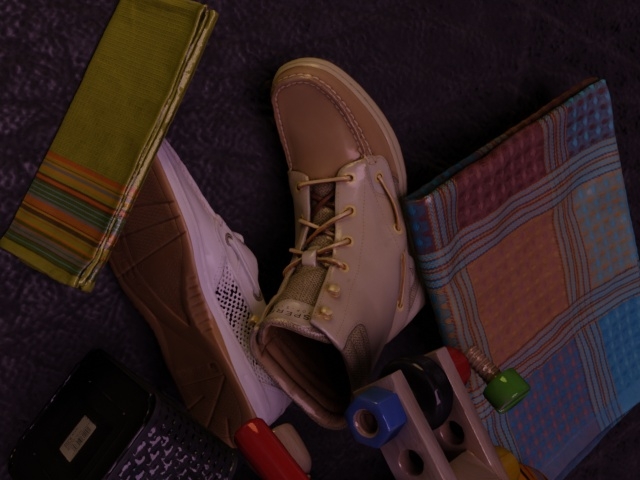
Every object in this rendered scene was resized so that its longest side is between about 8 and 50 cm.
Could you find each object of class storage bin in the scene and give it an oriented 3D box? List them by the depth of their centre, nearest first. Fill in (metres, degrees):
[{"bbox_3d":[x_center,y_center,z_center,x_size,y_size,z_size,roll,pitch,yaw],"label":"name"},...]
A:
[{"bbox_3d":[-0.157,0.169,0.814,0.084,0.180,0.122,42,79,-25],"label":"storage bin"}]

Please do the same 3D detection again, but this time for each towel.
[{"bbox_3d":[-0.166,-0.084,0.818,0.021,0.102,0.237,31,82,-59],"label":"towel"},{"bbox_3d":[0.222,0.063,1.025,0.271,0.040,0.370,-34,120,-29],"label":"towel"}]

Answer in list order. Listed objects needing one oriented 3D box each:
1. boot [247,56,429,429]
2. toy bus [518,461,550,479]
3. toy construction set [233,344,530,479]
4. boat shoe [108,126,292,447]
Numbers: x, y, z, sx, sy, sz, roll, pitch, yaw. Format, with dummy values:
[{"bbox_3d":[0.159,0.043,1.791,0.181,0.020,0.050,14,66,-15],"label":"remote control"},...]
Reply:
[{"bbox_3d":[0.000,0.000,0.870,0.203,0.095,0.262,-53,129,-50],"label":"boot"},{"bbox_3d":[0.090,0.346,0.961,0.333,0.108,0.130,-44,148,9],"label":"toy bus"},{"bbox_3d":[0.068,0.232,0.756,0.257,0.237,0.309,-46,157,10],"label":"toy construction set"},{"bbox_3d":[-0.099,0.030,0.881,0.096,0.098,0.277,-32,105,-49],"label":"boat shoe"}]
